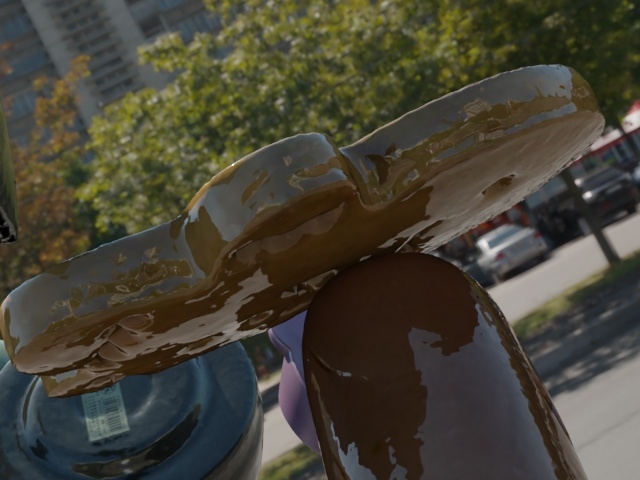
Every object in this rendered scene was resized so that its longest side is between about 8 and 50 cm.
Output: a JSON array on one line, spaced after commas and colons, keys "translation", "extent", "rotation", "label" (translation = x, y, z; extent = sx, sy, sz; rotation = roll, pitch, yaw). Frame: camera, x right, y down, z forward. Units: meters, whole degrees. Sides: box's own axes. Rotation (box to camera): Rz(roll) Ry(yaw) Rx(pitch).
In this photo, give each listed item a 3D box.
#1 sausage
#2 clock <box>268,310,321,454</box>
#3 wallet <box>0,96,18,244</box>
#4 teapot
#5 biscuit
[{"translation": [0.071, 0.135, 0.474], "extent": [0.121, 0.304, 0.121], "rotation": [-8, -49, -9], "label": "sausage"}, {"translation": [0.031, 0.089, 0.741], "extent": [0.152, 0.110, 0.050], "rotation": [-16, -41, -41], "label": "clock"}, {"translation": [-0.213, -0.119, 0.589], "extent": [0.046, 0.191, 0.379], "rotation": [-7, -9, -14], "label": "wallet"}, {"translation": [-0.205, 0.212, 0.934], "extent": [0.321, 0.239, 0.239], "rotation": [-1, 41, 5], "label": "teapot"}, {"translation": [0.001, 0.002, 0.580], "extent": [0.355, 0.052, 0.275], "rotation": [-22, -12, -15], "label": "biscuit"}]
